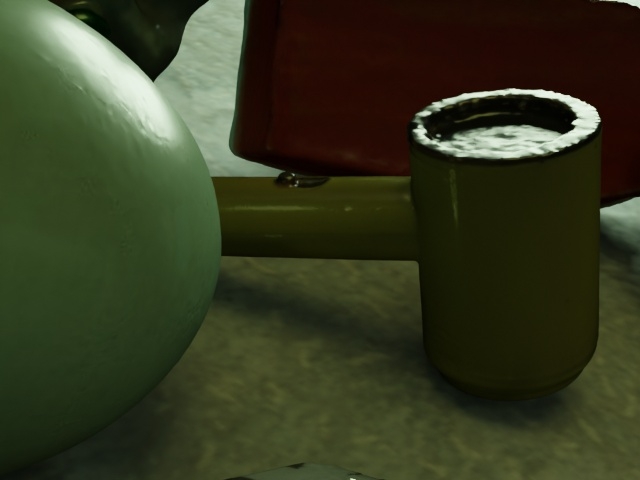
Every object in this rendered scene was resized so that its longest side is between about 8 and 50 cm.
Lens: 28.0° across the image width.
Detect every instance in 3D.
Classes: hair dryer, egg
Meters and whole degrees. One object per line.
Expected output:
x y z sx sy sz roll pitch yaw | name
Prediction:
0.000 0.000 0.651 0.279 0.134 0.090 2 29 15 | hair dryer
-0.165 -0.007 0.486 0.283 0.202 0.203 4 29 -43 | egg

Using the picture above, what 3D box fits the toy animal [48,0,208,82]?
-0.104 -0.150 0.719 0.251 0.125 0.127 -45 48 -5 | toy animal

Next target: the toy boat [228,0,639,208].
0.109 -0.091 0.809 0.332 0.145 0.133 5 5 -13 | toy boat

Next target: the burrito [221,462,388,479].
-0.096 0.145 0.377 0.446 0.101 0.139 -12 34 -32 | burrito
